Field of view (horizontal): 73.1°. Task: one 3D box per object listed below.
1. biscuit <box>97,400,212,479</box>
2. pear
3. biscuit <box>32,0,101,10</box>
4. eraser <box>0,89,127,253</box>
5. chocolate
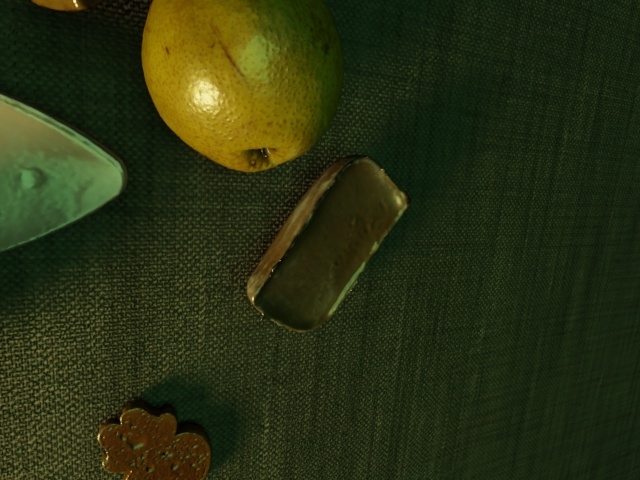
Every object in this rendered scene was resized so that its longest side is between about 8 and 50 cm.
[{"bbox_3d":[-0.223,0.291,0.594,0.124,0.026,0.175,-36,115,-16],"label":"biscuit"},{"bbox_3d":[-0.076,-0.174,0.458,0.209,0.209,0.208,-6,104,-25],"label":"pear"},{"bbox_3d":[-0.156,-0.316,0.398,0.301,0.279,0.043,-64,162,-21],"label":"biscuit"},{"bbox_3d":[-0.329,-0.069,0.439,0.244,0.059,0.204,0,102,-22],"label":"eraser"},{"bbox_3d":[0.000,-0.001,0.603,0.261,0.083,0.161,-52,135,-6],"label":"chocolate"}]
